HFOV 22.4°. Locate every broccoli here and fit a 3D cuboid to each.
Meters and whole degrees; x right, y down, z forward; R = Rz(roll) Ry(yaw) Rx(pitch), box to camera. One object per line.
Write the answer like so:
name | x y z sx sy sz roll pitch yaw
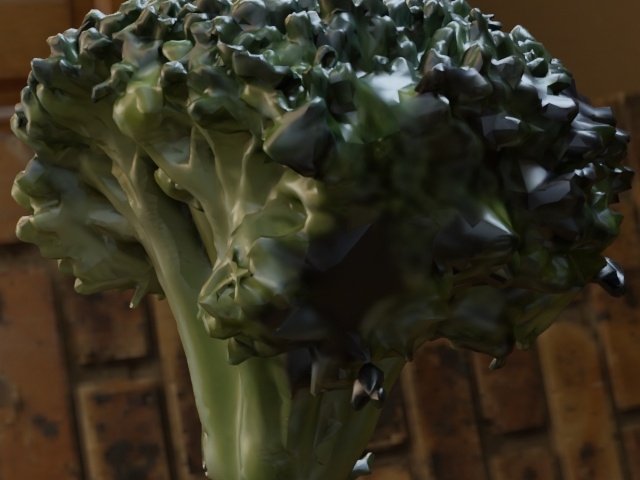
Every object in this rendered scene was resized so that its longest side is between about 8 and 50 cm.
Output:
broccoli | -0.011 0.001 0.862 0.293 0.348 0.281 -49 140 -75
